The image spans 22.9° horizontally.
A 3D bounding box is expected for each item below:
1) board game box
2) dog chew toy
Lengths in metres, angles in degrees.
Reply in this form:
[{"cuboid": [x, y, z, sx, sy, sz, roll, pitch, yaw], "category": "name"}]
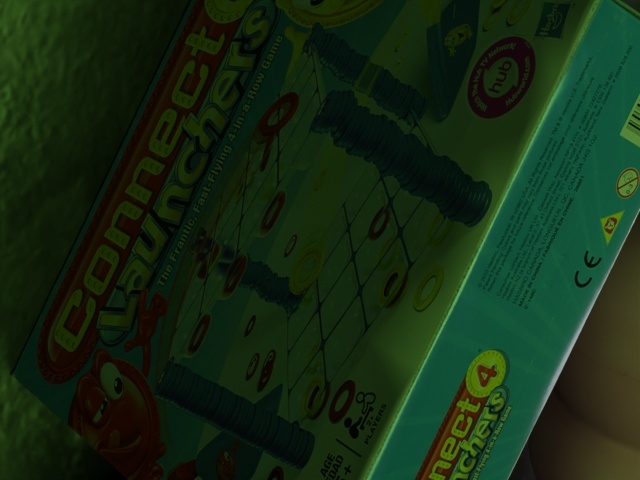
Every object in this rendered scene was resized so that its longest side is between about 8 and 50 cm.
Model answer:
[{"cuboid": [0.000, 0.000, 0.806, 0.086, 0.302, 0.308, 25, 91, -39], "category": "board game box"}, {"cuboid": [0.237, 0.127, 1.103, 0.206, 0.206, 0.332, -9, 120, -33], "category": "dog chew toy"}]
